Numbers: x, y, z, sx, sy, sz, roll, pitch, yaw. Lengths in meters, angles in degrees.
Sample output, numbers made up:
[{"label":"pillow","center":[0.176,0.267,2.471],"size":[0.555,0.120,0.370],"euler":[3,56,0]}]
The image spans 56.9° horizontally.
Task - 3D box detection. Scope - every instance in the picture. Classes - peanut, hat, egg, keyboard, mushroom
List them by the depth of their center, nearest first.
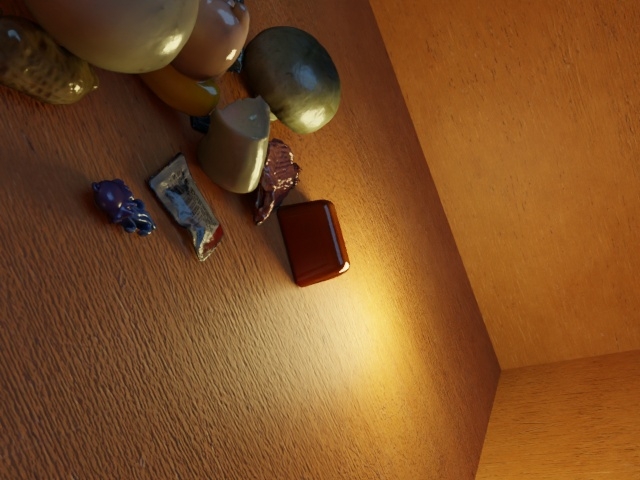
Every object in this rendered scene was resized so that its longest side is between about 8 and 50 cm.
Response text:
[{"label":"egg","center":[-0.375,-0.452,1.040],"size":[0.345,0.283,0.282],"euler":[18,60,-55]},{"label":"peanut","center":[-0.517,-0.329,1.091],"size":[0.253,0.122,0.137],"euler":[27,44,-57]},{"label":"keyboard","center":[-0.281,-0.306,1.617],"size":[0.204,0.013,0.061],"euler":[17,60,-58]},{"label":"hat","center":[-0.131,-0.183,1.709],"size":[0.286,0.107,0.236],"euler":[-43,148,-68]},{"label":"mushroom","center":[-0.089,-0.489,1.810],"size":[0.352,0.260,0.352],"euler":[37,40,-40]}]

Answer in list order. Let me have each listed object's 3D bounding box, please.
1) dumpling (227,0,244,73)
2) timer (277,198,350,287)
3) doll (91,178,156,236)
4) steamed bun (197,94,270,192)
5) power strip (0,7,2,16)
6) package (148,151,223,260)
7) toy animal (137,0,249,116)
[{"label":"dumpling","center":[-0.294,-0.645,1.701],"size":[0.086,0.166,0.331],"euler":[167,-73,-77]},{"label":"timer","center":[0.000,0.000,1.871],"size":[0.250,0.161,0.257],"euler":[-2,76,-77]},{"label":"doll","center":[-0.403,-0.064,1.220],"size":[0.206,0.067,0.109],"euler":[50,20,-56]},{"label":"steamed bun","center":[-0.219,-0.254,1.497],"size":[0.171,0.225,0.200],"euler":[13,39,-11]},{"label":"power strip","center":[-0.644,-0.463,1.031],"size":[0.252,0.027,0.060],"euler":[56,33,-30]},{"label":"package","center":[-0.312,-0.080,1.421],"size":[0.239,0.030,0.154],"euler":[61,29,-22]},{"label":"toy animal","center":[-0.306,-0.490,1.374],"size":[0.278,0.345,0.246],"euler":[30,52,-7]}]
